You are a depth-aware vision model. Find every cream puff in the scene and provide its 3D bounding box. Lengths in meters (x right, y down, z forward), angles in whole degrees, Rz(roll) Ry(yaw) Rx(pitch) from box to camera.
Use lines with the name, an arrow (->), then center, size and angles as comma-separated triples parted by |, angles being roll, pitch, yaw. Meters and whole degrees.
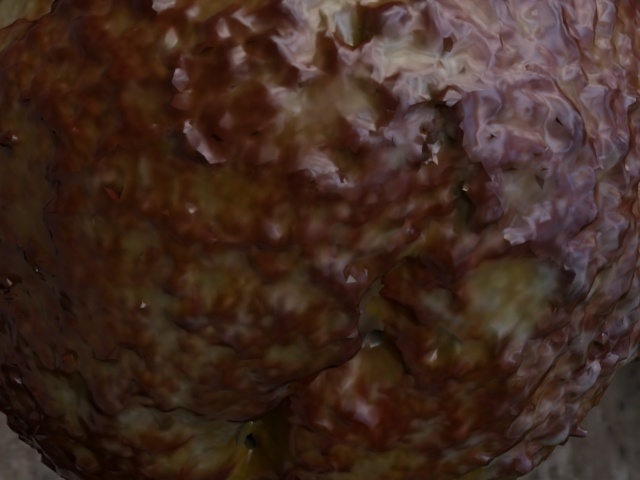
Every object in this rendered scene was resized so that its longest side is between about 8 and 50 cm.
cream puff -> -0.001, 0.000, 0.454 | 0.240, 0.240, 0.164 | 36, 25, -48
